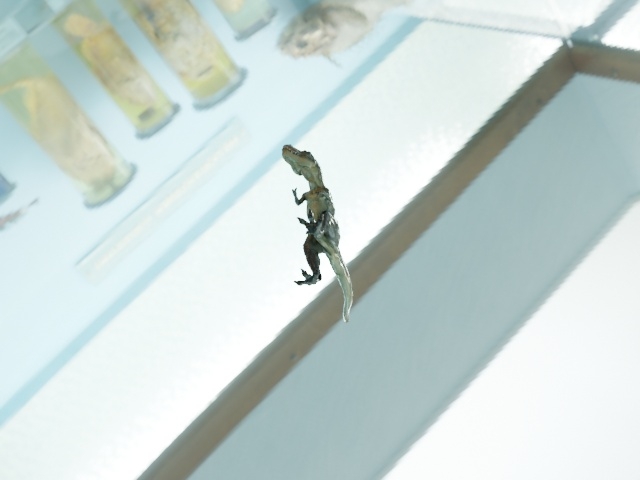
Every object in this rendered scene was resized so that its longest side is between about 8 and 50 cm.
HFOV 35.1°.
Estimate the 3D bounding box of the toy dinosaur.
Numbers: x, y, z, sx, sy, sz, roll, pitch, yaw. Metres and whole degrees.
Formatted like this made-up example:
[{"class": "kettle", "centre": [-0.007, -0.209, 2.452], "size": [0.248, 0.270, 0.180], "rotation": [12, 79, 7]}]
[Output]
[{"class": "toy dinosaur", "centre": [0.000, 0.000, 1.370], "size": [0.064, 0.268, 0.118], "rotation": [-11, -169, 19]}]
